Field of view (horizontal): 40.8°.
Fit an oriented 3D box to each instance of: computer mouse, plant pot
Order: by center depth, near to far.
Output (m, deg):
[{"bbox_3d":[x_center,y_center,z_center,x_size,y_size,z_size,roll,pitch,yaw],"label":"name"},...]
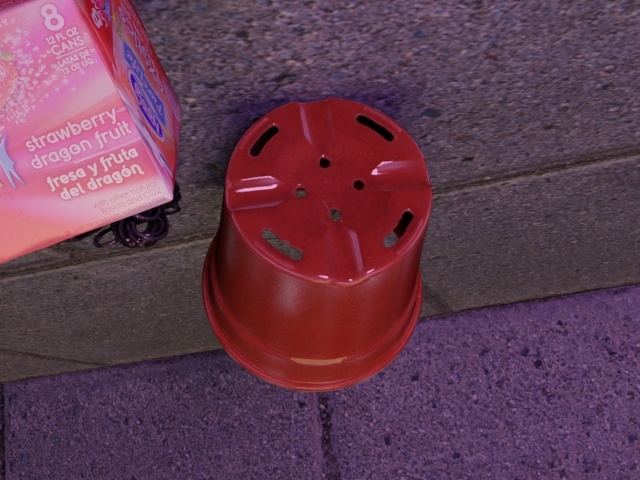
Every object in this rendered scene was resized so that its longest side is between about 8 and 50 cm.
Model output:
[{"bbox_3d":[-0.290,-0.049,0.909,0.272,0.072,0.188,-1,-160,-1],"label":"computer mouse"},{"bbox_3d":[0.000,0.000,0.937,0.272,0.273,0.265,-5,157,-6],"label":"plant pot"}]

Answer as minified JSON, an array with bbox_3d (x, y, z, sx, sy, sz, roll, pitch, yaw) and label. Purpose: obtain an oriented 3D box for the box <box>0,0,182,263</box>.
[{"bbox_3d":[-0.256,-0.066,0.561,0.299,0.154,0.142,-19,122,5],"label":"box"}]
